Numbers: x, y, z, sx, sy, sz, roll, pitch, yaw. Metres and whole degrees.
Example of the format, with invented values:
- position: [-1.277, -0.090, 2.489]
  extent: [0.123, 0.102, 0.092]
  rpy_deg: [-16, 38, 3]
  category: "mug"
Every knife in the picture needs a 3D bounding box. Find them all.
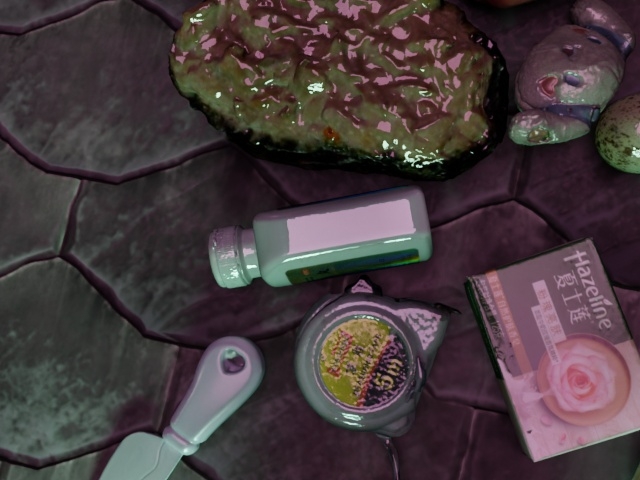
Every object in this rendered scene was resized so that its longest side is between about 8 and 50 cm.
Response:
- position: [-0.182, 0.238, 0.864]
  extent: [0.080, 0.044, 0.331]
  rpy_deg: [39, 91, 9]
  category: "knife"

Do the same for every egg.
- position: [0.343, -0.112, 0.822]
  extent: [0.110, 0.085, 0.085]
  rpy_deg: [2, 82, 3]
  category: "egg"

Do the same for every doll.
- position: [0.266, -0.176, 0.837]
  extent: [0.104, 0.071, 0.214]
  rpy_deg: [27, 65, 18]
  category: "doll"

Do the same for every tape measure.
- position: [0.022, 0.201, 0.825]
  extent: [0.164, 0.084, 0.330]
  rpy_deg: [22, 92, 10]
  category: "tape measure"

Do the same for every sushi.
- position: [0.027, -0.173, 0.828]
  extent: [0.350, 0.171, 0.210]
  rpy_deg: [18, 86, 10]
  category: "sushi"

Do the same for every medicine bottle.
- position: [0.000, 0.000, 0.829]
  extent: [0.229, 0.121, 0.083]
  rpy_deg: [-9, 81, 6]
  category: "medicine bottle"

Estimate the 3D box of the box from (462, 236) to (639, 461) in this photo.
- position: [0.242, 0.110, 0.806]
  extent: [0.135, 0.081, 0.198]
  rpy_deg: [-19, 82, 4]
  category: "box"

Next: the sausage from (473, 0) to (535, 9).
- position: [0.260, -0.341, 0.835]
  extent: [0.280, 0.152, 0.152]
  rpy_deg: [-15, 80, 5]
  category: "sausage"

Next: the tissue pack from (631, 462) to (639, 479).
- position: [0.427, 0.204, 0.762]
  extent: [0.186, 0.090, 0.222]
  rpy_deg: [27, 85, 12]
  category: "tissue pack"
